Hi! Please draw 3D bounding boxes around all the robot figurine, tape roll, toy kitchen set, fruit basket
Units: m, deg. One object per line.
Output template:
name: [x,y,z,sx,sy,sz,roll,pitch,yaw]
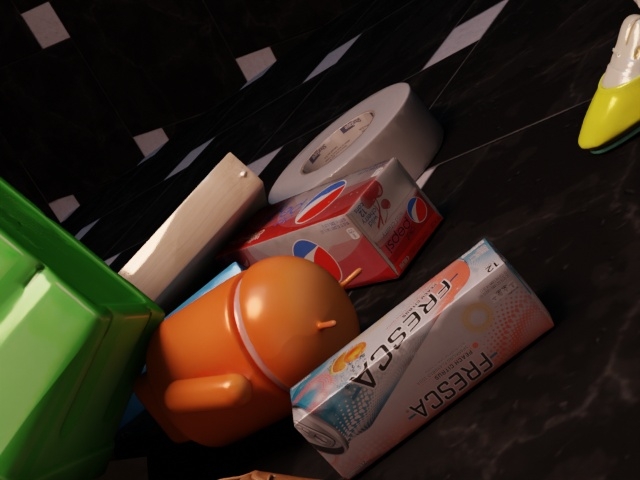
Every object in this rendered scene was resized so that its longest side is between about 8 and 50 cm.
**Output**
robot figurine: [-0.058,0.095,0.822,0.219,0.158,0.128,-32,60,29]
tape roll: [0.042,-0.093,1.178,0.219,0.072,0.219,-38,17,13]
toy kitchen set: [-0.199,0.240,0.952,0.068,0.075,0.083,-7,54,-7]
fruit basket: [-0.364,0.117,0.842,0.392,0.392,0.283,-40,-8,4]

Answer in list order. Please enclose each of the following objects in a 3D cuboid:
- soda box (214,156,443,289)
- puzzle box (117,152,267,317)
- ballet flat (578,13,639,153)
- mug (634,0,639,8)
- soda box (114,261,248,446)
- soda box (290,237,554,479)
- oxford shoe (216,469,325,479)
soda box: [0.000,0.000,1.010,0.092,0.083,0.263,-50,18,-30]
puzzle box: [-0.215,0.086,1.126,0.409,0.052,0.272,-48,-3,-6]
ballet flat: [0.292,-0.166,0.788,0.231,0.077,0.077,-36,18,18]
mug: [0.310,-0.233,0.469,0.374,0.328,0.276,-38,17,12]
soda box: [-0.135,0.118,0.992,0.210,0.067,0.071,-39,60,10]
soda box: [0.067,0.082,0.679,0.183,0.063,0.058,-39,16,7]
oxford shoe: [-0.015,0.177,0.604,0.212,0.076,0.076,-20,25,48]
